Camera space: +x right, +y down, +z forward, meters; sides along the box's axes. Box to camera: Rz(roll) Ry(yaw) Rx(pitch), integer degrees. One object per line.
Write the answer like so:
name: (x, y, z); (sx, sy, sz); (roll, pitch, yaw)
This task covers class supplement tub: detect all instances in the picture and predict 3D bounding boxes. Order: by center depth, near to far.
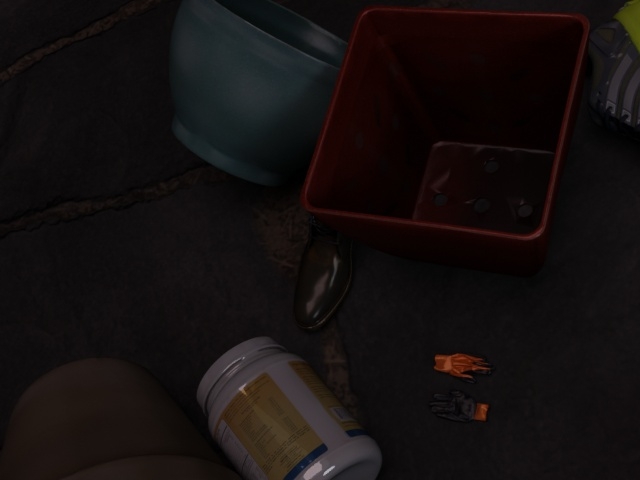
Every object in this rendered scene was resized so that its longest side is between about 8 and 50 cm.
supplement tub: (-0.040, 0.222, 1.112); (0.144, 0.144, 0.200); (-42, 58, -2)

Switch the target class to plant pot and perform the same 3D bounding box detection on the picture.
plant pot: (-0.240, 0.296, 1.090); (0.323, 0.323, 0.280); (-34, 42, 3)
plant pot: (0.167, -0.091, 1.127); (0.267, 0.236, 0.267); (9, 70, 23)
plant pot: (-0.080, -0.195, 1.271); (0.293, 0.293, 0.196); (40, 112, 31)

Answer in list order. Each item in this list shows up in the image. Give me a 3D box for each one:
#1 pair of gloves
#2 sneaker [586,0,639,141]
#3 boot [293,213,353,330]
pair of gloves: (0.167, 0.173, 1.134); (0.074, 0.010, 0.083); (3, 70, 21)
sneaker: (0.394, -0.153, 1.158); (0.121, 0.111, 0.300); (-27, 53, 19)
boot: (0.000, 0.000, 1.223); (0.082, 0.106, 0.219); (10, 70, 25)
